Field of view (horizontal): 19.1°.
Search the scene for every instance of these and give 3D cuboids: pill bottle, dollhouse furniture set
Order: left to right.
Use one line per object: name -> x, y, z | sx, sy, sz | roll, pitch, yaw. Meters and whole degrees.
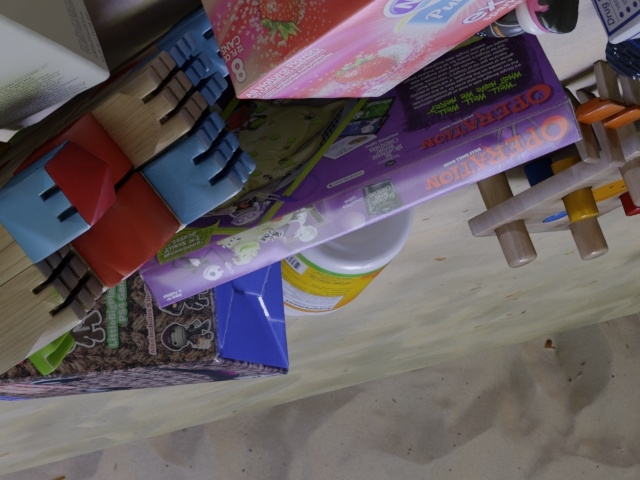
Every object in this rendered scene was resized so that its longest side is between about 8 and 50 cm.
pill bottle -> 0.000, 0.000, 1.986 | 0.136, 0.136, 0.245 | -16, 168, -19
dollhouse furniture set -> 0.419, -0.151, 2.014 | 0.262, 0.135, 0.259 | -26, 167, 26

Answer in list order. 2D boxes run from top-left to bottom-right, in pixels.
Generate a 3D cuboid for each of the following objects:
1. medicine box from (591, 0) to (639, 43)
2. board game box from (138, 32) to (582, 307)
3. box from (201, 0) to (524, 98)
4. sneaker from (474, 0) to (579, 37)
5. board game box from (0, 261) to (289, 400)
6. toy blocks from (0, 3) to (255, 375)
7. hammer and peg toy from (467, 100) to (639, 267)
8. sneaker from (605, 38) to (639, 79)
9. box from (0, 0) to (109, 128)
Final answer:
medicine box -> 0.348, -0.275, 1.305 | 0.263, 0.149, 0.289 | -13, 166, -33
board game box -> 0.012, -0.087, 1.493 | 0.347, 0.208, 0.056 | -21, 125, 5
box -> 0.066, -0.212, 1.109 | 0.142, 0.154, 0.300 | -8, 164, -47
sneaker -> 0.119, -0.208, 1.214 | 0.077, 0.178, 0.072 | -11, 147, 31
board game box -> -0.201, 0.062, 1.740 | 0.291, 0.141, 0.232 | -7, 172, 14
toy blocks -> -0.158, -0.037, 1.307 | 0.261, 0.190, 0.381 | -32, -167, 24
hammer and peg toy -> 0.367, -0.065, 2.332 | 0.266, 0.127, 0.361 | -28, 166, 33
sneaker -> 0.342, -0.233, 1.731 | 0.209, 0.069, 0.082 | -42, -170, 39
box -> -0.230, -0.138, 1.086 | 0.113, 0.094, 0.275 | -23, 168, 11
